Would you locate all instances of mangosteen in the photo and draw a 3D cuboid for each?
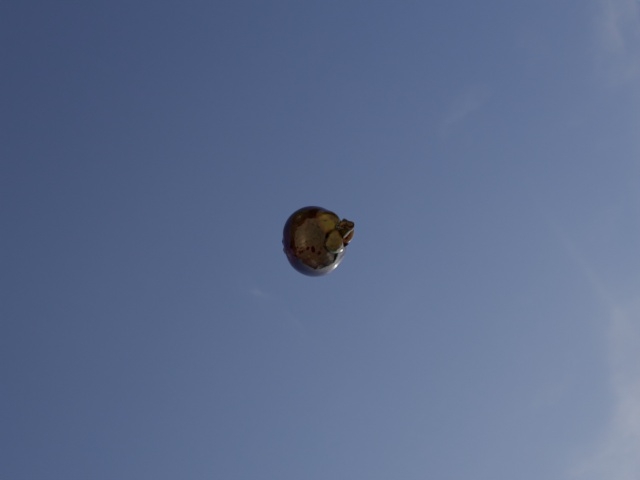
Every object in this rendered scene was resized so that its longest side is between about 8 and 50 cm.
[{"bbox_3d":[-0.003,0.001,1.007,0.080,0.081,0.081,-1,-88,-22],"label":"mangosteen"}]
